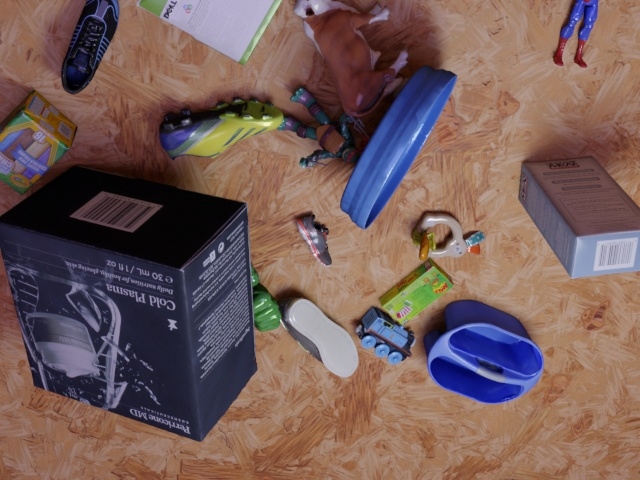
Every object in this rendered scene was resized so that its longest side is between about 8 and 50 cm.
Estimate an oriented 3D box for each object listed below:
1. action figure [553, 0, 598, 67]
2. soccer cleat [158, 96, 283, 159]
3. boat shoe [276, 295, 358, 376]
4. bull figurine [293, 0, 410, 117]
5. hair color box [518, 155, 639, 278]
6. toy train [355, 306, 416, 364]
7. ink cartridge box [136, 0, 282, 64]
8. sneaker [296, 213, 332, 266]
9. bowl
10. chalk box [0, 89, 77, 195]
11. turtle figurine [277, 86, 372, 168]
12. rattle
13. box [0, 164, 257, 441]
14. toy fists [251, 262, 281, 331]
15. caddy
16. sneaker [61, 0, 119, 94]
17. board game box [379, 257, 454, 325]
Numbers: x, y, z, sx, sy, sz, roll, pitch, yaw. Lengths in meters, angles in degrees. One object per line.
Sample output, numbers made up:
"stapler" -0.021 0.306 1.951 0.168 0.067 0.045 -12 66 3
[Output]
"action figure" 0.598 -0.510 1.803 0.091 0.139 0.281 2 119 -9
"soccer cleat" -0.224 -0.250 1.890 0.289 0.093 0.121 -9 128 2
"boat shoe" -0.007 0.257 2.224 0.109 0.091 0.305 -52 123 -19
"bull figurine" 0.070 -0.421 1.764 0.188 0.101 0.311 -22 91 -4
"hair color box" 0.615 -0.064 1.932 0.185 0.374 0.114 -5 121 -4
"toy train" 0.182 0.265 2.260 0.184 0.080 0.105 33 107 -23
"ink cartridge box" -0.224 -0.518 1.719 0.255 0.097 0.189 26 115 -19
"sneaker" 0.000 0.000 2.086 0.064 0.061 0.158 -30 121 4
"bowl" 0.166 -0.208 1.804 0.077 0.391 0.391 32 116 6
"chalk box" -0.669 -0.204 1.836 0.213 0.132 0.132 -39 118 15
"turtle figurine" 0.015 -0.234 1.859 0.175 0.234 0.118 -52 157 8
"rattle" 0.340 0.015 2.093 0.199 0.143 0.130 26 97 -14
"box" -0.421 0.134 1.876 0.479 0.297 0.472 13 126 20
"toy fists" -0.191 0.116 2.070 0.096 0.142 0.279 -36 121 -13
"caddy" 0.446 0.318 2.264 0.341 0.179 0.241 22 117 -19
"sneaker" -0.490 -0.417 1.751 0.081 0.090 0.232 19 118 -17
"board game box" 0.258 0.139 2.210 0.181 0.043 0.092 -40 118 17
